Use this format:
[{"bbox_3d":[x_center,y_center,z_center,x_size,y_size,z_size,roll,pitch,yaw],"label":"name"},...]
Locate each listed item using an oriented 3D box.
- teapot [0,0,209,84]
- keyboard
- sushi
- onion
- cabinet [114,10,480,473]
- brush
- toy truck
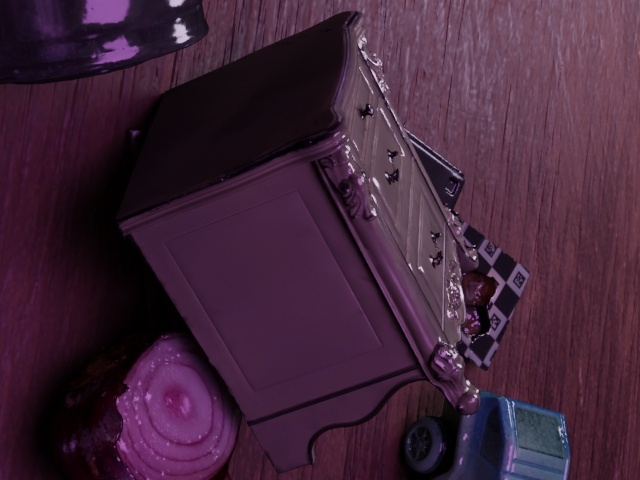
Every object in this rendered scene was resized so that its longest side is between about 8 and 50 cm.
[{"bbox_3d":[-0.201,-0.279,1.389,0.322,0.239,0.239,-22,112,-40],"label":"teapot"},{"bbox_3d":[0.076,-0.095,1.764,0.230,0.025,0.093,35,70,-33],"label":"keyboard"},{"bbox_3d":[0.152,0.050,1.819,0.201,0.031,0.139,36,73,-35],"label":"sushi"},{"bbox_3d":[-0.153,0.197,1.490,0.218,0.140,0.195,54,40,-21],"label":"onion"},{"bbox_3d":[0.000,0.000,1.498,0.318,0.227,0.290,60,18,-24],"label":"cabinet"},{"bbox_3d":[-0.162,0.010,1.564,0.043,0.036,0.248,-6,93,-35],"label":"brush"},{"bbox_3d":[0.181,0.311,1.760,0.155,0.156,0.278,19,76,-37],"label":"toy truck"}]
